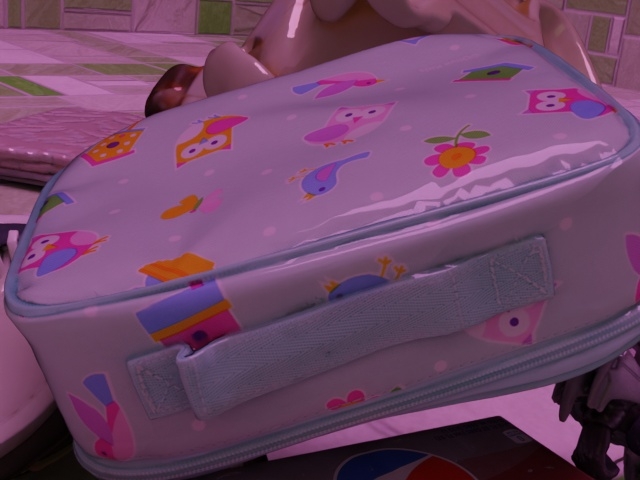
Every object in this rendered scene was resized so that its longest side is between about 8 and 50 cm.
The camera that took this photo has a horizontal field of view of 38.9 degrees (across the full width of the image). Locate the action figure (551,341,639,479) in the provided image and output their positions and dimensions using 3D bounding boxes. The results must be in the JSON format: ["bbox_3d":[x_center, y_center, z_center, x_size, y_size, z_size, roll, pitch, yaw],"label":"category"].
[{"bbox_3d":[0.190,0.110,0.453,0.285,0.099,0.185,38,8,41],"label":"action figure"}]

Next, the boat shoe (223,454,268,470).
[{"bbox_3d":[-0.076,0.101,0.538,0.072,0.068,0.190,-12,8,-9],"label":"boat shoe"}]

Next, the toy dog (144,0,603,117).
[{"bbox_3d":[-0.002,-0.154,0.869,0.284,0.408,0.395,20,48,-37],"label":"toy dog"}]

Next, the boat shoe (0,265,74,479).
[{"bbox_3d":[-0.177,0.087,0.483,0.109,0.091,0.305,20,26,13],"label":"boat shoe"}]

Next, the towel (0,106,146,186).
[{"bbox_3d":[-0.252,-0.114,1.169,0.331,0.053,0.317,10,19,14],"label":"towel"}]

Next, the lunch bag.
[{"bbox_3d":[0.000,0.000,0.425,0.279,0.108,0.224,-17,28,-1],"label":"lunch bag"}]

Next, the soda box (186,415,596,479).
[{"bbox_3d":[-0.004,0.146,0.369,0.263,0.083,0.092,-4,19,-29],"label":"soda box"}]

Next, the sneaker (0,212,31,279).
[{"bbox_3d":[-0.215,0.023,0.642,0.153,0.094,0.235,0,0,38],"label":"sneaker"}]
